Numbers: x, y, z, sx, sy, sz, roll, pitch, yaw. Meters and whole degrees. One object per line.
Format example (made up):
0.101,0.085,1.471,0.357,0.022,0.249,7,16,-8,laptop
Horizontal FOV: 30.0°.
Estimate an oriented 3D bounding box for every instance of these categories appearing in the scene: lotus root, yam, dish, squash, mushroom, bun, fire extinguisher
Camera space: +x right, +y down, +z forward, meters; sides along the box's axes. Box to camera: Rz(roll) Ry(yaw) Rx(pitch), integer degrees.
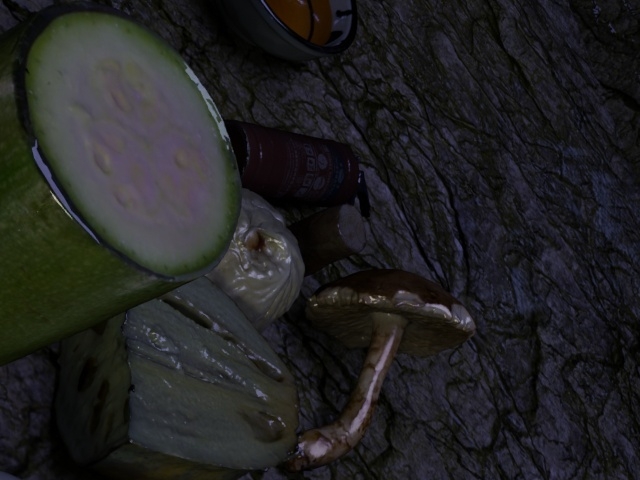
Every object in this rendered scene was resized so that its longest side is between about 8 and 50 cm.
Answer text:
-0.156,0.167,1.350,0.260,0.149,0.267,27,40,-39,lotus root
0.002,0.000,1.670,0.084,0.127,0.084,26,54,-41,yam
-0.076,-0.386,1.813,0.303,0.120,0.303,30,48,-39,dish
-0.293,-0.024,1.092,0.263,0.384,0.263,32,46,-40,squash
0.060,0.174,1.632,0.233,0.302,0.208,32,3,-34,mushroom
-0.111,0.018,1.506,0.220,0.134,0.221,24,55,-40,bun
-0.029,-0.085,1.719,0.344,0.102,0.138,7,96,-51,fire extinguisher

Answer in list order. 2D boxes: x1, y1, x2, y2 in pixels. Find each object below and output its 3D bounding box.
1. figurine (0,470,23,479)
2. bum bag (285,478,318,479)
-0.365,0.370,0.968,0.274,0.227,0.394,18,61,-7,figurine
-0.024,0.324,1.399,0.232,0.106,0.060,-52,140,-85,bum bag
